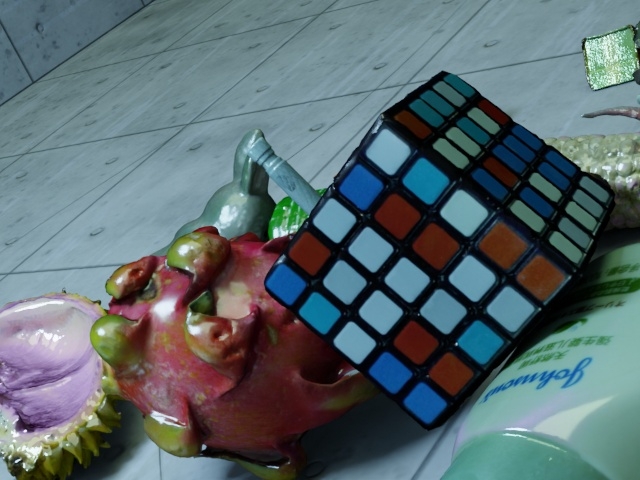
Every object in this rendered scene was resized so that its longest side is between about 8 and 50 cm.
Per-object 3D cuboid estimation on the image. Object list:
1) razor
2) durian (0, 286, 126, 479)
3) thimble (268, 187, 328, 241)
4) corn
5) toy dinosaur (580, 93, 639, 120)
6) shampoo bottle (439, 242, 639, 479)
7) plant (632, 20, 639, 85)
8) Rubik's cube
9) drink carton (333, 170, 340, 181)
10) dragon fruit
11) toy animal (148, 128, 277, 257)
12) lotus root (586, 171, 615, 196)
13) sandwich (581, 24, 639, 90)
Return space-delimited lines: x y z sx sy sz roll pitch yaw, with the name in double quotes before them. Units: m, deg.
"razor" 0.011 -0.021 1.267 0.106 0.232 0.068 -45 0 -41
"durian" -0.295 0.165 1.318 0.191 0.112 0.341 -24 29 -21
"thimble" 0.000 0.000 1.359 0.090 0.118 0.130 -10 45 24
"corn" 0.220 -0.050 1.255 0.335 0.126 0.126 -1 32 36
"toy dinosaur" 0.393 -0.121 1.204 0.242 0.053 0.167 5 8 -23
"shampoo bottle" 0.178 0.152 0.801 0.222 0.151 0.349 -20 20 49
"plant" 0.469 -0.228 1.359 0.203 0.131 0.142 -5 33 42
"Rubik's cube" 0.097 0.003 0.927 0.187 0.184 0.182 -56 -7 28
"drink carton" 0.121 -0.114 1.538 0.096 0.071 0.223 -1 33 43
"dragon fruit" -0.046 0.083 1.079 0.307 0.243 0.227 -34 -14 -12
"toy animal" -0.108 -0.003 1.372 0.127 0.125 0.251 41 100 33
"lotus root" 0.183 -0.005 1.148 0.214 0.138 0.138 -36 23 2
"sandwich" 0.409 -0.240 1.604 0.074 0.074 0.116 -13 -6 28
